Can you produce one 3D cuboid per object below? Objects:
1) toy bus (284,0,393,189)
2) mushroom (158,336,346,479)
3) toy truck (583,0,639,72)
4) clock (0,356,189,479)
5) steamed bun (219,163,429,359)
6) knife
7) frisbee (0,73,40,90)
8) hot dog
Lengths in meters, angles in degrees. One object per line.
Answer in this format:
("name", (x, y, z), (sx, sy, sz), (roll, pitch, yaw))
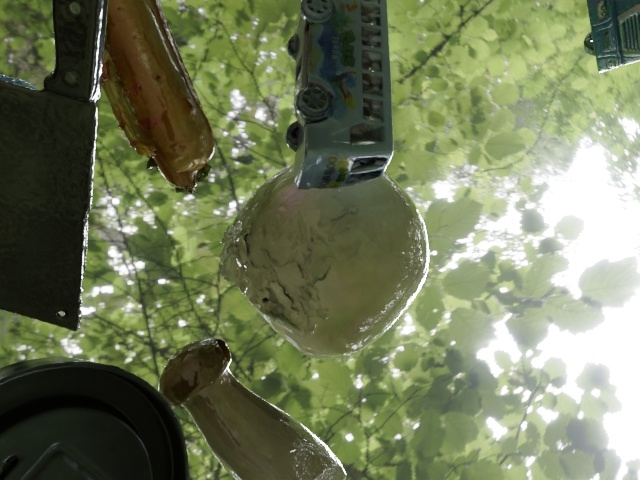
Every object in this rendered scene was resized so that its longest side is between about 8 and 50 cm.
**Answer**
("toy bus", (0.026, -0.228, 1.014), (0.136, 0.109, 0.329), (5, -115, -11))
("mushroom", (-0.085, 0.279, 1.024), (0.128, 0.128, 0.350), (-29, -69, 24))
("toy truck", (0.208, -0.196, 0.486), (0.081, 0.067, 0.175), (-8, -127, 23))
("clock", (-0.299, 0.288, 0.806), (0.067, 0.325, 0.325), (7, -85, 51))
("steamed bun", (0.000, 0.000, 1.161), (0.334, 0.233, 0.312), (39, -93, 33))
("knife", (-0.150, -0.054, 0.380), (0.072, 0.019, 0.245), (16, -59, -1))
("frisbee", (-0.462, -0.133, 1.107), (0.045, 0.242, 0.242), (-2, -90, 31))
("hot dog", (-0.165, -0.157, 0.651), (0.104, 0.076, 0.250), (-7, -77, 70))
